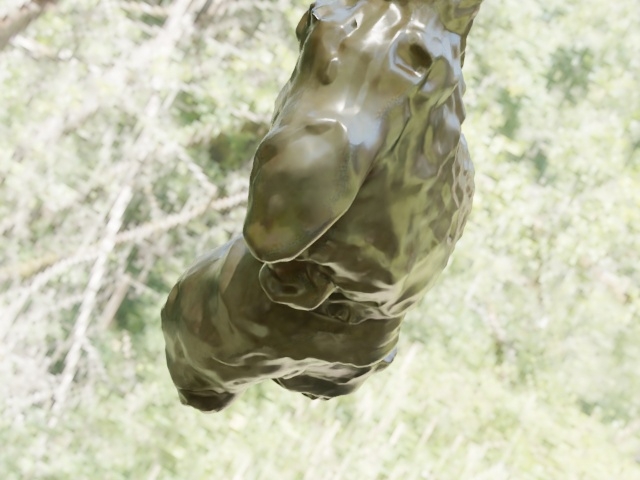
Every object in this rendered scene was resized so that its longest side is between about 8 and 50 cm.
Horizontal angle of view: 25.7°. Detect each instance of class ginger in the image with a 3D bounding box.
[{"bbox_3d":[0.000,-0.001,0.475,0.084,0.122,0.290,27,-22,4],"label":"ginger"}]
